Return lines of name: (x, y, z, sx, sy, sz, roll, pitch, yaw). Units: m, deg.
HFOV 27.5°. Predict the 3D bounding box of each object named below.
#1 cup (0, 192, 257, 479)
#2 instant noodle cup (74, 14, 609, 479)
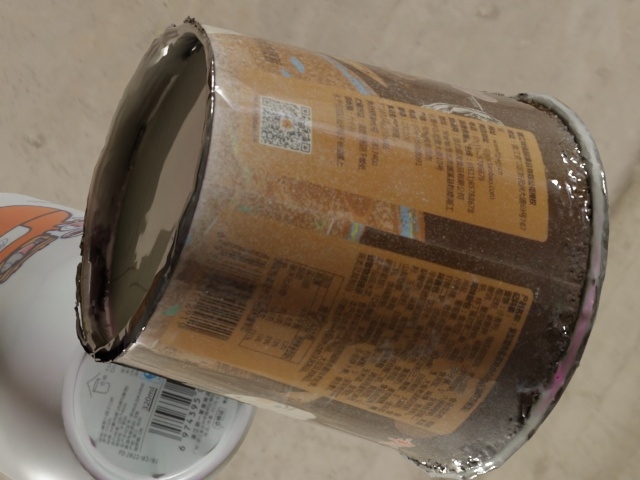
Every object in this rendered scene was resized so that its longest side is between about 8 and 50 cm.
cup: (-0.190, 0.082, 0.994, 0.212, 0.317, 0.212, -6, -80, -34)
instant noodle cup: (0.000, 0.000, 0.663, 0.207, 0.217, 0.217, 16, -71, -25)
